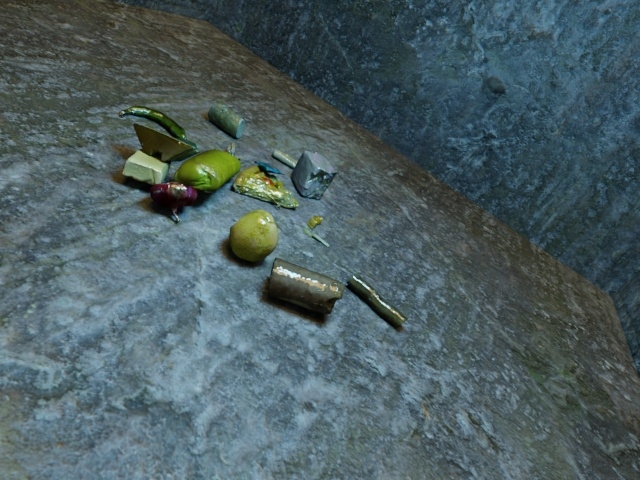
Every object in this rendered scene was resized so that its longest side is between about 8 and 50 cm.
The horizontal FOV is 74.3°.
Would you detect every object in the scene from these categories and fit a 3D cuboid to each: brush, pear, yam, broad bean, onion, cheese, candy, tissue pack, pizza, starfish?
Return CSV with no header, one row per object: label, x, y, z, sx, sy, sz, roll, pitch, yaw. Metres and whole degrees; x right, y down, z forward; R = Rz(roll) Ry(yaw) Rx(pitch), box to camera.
brush,0.000,0.000,1.733,0.084,0.013,0.016,37,34,-4
pear,-0.221,-0.021,1.411,0.178,0.178,0.178,23,31,-14
yam,-0.054,0.147,1.349,0.238,0.128,0.129,19,65,-10
broad bean,-0.713,-0.520,1.847,0.292,0.049,0.144,21,37,-13
onion,-0.488,-0.126,1.408,0.150,0.140,0.150,0,-2,0
cheese,-0.159,-0.408,2.176,0.194,0.043,0.065,31,31,1
yam,-0.467,-0.607,2.136,0.194,0.107,0.107,37,30,10
candy,-0.034,-0.318,2.014,0.137,0.185,0.195,13,34,-36
tissue pack,-0.228,-0.319,1.869,0.085,0.028,0.138,6,26,-43
pizza,-0.211,-0.232,1.829,0.288,0.075,0.280,27,30,-4
starfish,-0.408,-0.382,1.915,0.130,0.041,0.133,36,56,19
yam,0.205,0.220,1.540,0.253,0.061,0.061,41,31,16

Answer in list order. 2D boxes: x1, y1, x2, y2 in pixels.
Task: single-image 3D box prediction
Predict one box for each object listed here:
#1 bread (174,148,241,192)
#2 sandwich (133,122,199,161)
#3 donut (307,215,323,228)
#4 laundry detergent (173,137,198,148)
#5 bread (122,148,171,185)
bread,-0.417,-0.281,1.609,0.166,0.112,0.383,12,21,0
sandwich,-0.562,-0.339,1.525,0.244,0.088,0.090,24,10,8
donut,-0.016,-0.080,1.814,0.083,0.038,0.067,3,37,-37
laundry detergent,-0.593,-0.385,1.731,0.137,0.063,0.211,34,29,19
bread,-0.608,-0.258,1.488,0.125,0.068,0.188,18,21,-17
